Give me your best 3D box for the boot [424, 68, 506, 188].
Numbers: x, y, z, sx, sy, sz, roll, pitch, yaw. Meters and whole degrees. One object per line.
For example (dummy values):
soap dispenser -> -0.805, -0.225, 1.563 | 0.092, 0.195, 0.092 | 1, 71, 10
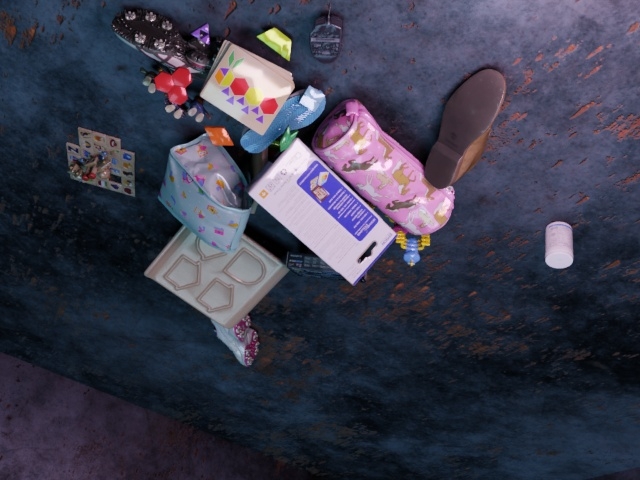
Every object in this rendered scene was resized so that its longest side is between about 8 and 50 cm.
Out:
boot -> 0.342, -0.257, 1.577 | 0.112, 0.115, 0.305 | 47, 135, 25

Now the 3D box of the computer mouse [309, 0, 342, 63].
computer mouse -> 0.016, -0.472, 1.435 | 0.071, 0.041, 0.242 | 4, 137, -2

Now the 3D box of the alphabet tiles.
alphabet tiles -> -0.626, -0.226, 1.991 | 0.198, 0.009, 0.237 | 16, 143, -3

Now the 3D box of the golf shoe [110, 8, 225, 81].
golf shoe -> -0.338, -0.420, 1.562 | 0.273, 0.105, 0.120 | 21, 149, -9

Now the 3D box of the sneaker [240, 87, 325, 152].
sneaker -> -0.094, -0.301, 1.656 | 0.229, 0.092, 0.087 | -26, 129, 16

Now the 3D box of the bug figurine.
bug figurine -> 0.149, -0.017, 1.844 | 0.279, 0.216, 0.072 | 6, 133, 8

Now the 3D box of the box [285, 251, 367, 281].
box -> 0.022, 0.082, 2.093 | 0.220, 0.051, 0.175 | 5, 170, 12

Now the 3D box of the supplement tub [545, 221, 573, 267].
supplement tub -> 0.620, 0.011, 1.813 | 0.071, 0.107, 0.071 | 9, 144, 7

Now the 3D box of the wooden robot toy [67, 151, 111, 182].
wooden robot toy -> -0.636, -0.191, 1.978 | 0.173, 0.076, 0.079 | -10, 148, 30

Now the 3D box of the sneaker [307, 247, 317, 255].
sneaker -> 0.000, 0.000, 2.022 | 0.071, 0.066, 0.188 | -1, 168, -5

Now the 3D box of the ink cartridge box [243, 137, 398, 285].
ink cartridge box -> 0.006, -0.068, 1.704 | 0.371, 0.175, 0.069 | 42, 179, -21

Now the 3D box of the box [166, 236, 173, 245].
box -> -0.436, 0.110, 2.326 | 0.063, 0.067, 0.324 | 4, 144, 13

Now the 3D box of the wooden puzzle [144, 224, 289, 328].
wooden puzzle -> -0.317, 0.082, 2.158 | 0.348, 0.080, 0.322 | 35, 117, -19

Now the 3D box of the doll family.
doll family -> -0.342, -0.348, 1.657 | 0.076, 0.111, 0.193 | -36, 115, 6

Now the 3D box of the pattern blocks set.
pattern blocks set -> -0.166, -0.338, 1.539 | 0.325, 0.026, 0.285 | 39, 98, -24

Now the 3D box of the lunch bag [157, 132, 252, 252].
lunch bag -> -0.284, -0.112, 1.836 | 0.262, 0.160, 0.223 | 46, 144, 12

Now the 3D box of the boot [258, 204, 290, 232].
boot -> -0.100, -0.113, 1.927 | 0.190, 0.076, 0.208 | -21, 125, 35

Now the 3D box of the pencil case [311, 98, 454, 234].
pencil case -> 0.156, -0.171, 1.684 | 0.386, 0.167, 0.160 | 36, -178, -27

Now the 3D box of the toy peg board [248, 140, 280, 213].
toy peg board -> -0.129, -0.174, 1.783 | 0.079, 0.160, 0.161 | 6, 146, -16

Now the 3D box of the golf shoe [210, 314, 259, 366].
golf shoe -> -0.317, 0.356, 2.595 | 0.140, 0.115, 0.306 | 12, 139, 20
